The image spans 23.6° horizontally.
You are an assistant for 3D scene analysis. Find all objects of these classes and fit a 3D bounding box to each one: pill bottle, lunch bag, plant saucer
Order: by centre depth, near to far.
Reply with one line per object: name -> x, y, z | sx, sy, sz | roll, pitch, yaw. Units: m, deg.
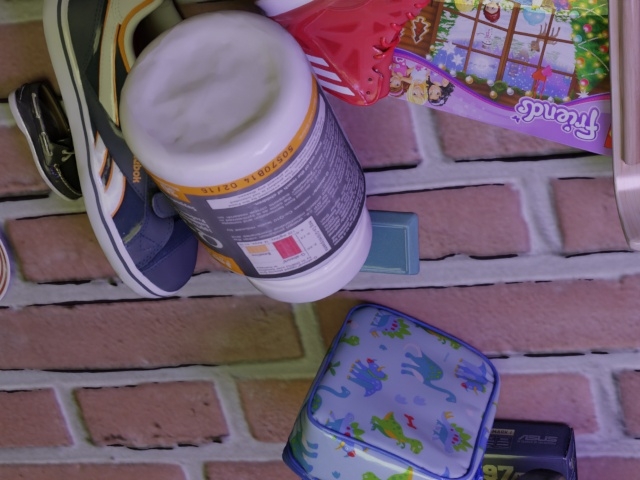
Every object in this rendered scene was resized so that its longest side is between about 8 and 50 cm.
pill bottle -> -0.051, -0.061, 1.319 | 0.162, 0.162, 0.278 | 0, 153, 17
lunch bag -> 0.074, 0.166, 1.436 | 0.176, 0.219, 0.090 | 23, 123, 3
plant saucer -> 0.000, 0.000, 1.485 | 0.192, 0.018, 0.067 | 4, 120, 14

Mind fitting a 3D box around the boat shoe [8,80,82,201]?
boat shoe -> -0.258, -0.097, 1.494 | 0.038, 0.046, 0.125 | -18, 104, 30

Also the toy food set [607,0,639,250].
toy food set -> 0.346, -0.137, 1.208 | 0.220, 0.092, 0.306 | -9, 122, -1

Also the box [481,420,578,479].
box -> 0.145, 0.270, 1.567 | 0.233, 0.059, 0.183 | 0, 121, 16

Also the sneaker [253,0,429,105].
sneaker -> 0.062, -0.188, 1.265 | 0.221, 0.087, 0.128 | -8, 124, 37

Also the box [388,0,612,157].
box -> 0.171, -0.195, 1.298 | 0.293, 0.057, 0.200 | 16, 122, 8

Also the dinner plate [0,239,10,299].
dinner plate -> -0.389, 0.015, 1.613 | 0.141, 0.017, 0.141 | 8, 120, 14

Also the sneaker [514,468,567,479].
sneaker -> 0.289, 0.353, 1.512 | 0.158, 0.182, 0.410 | 8, 134, 44

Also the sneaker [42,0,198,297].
sneaker -> -0.152, -0.092, 1.415 | 0.128, 0.126, 0.321 | -3, 116, 25
